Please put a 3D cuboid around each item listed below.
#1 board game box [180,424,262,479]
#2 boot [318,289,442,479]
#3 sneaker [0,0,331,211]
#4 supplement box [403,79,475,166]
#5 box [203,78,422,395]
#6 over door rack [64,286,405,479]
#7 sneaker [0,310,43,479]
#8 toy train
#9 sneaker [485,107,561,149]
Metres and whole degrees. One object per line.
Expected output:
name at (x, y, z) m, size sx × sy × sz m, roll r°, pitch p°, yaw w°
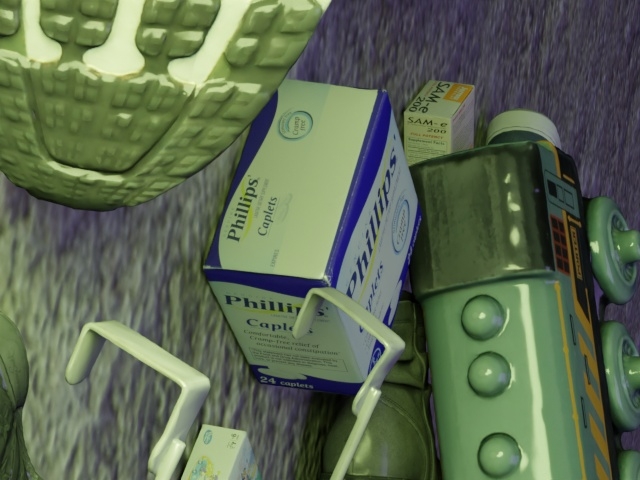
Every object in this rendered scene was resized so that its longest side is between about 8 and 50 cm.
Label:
board game box at (-0.066, 0.191, 1.050) m, size 0.103 × 0.026 × 0.154 m, roll 75°, pitch 29°, yaw -50°
boot at (0.059, 0.115, 1.331) m, size 0.246 × 0.083 × 0.161 m, roll 41°, pitch 53°, yaw -71°
sneaker at (-0.042, -0.209, 0.792) m, size 0.182 × 0.158 × 0.410 m, roll 95°, pitch 9°, yaw -88°
supplement box at (0.084, -0.056, 1.390) m, size 0.062 × 0.036 × 0.098 m, roll -52°, pitch 146°, yaw -57°
box at (0.000, 0.000, 1.096) m, size 0.137 × 0.072 × 0.126 m, roll 68°, pitch 34°, yaw -57°
over door rack at (-0.043, 0.194, 0.902) m, size 0.239 × 0.108 × 0.324 m, roll -4°, pitch 108°, yaw -66°
sneaker at (-0.141, 0.091, 0.738) m, size 0.089 × 0.051 × 0.170 m, roll -54°, pitch 143°, yaw -56°
toy train at (0.136, 0.089, 1.292) m, size 0.190 × 0.142 × 0.334 m, roll 21°, pitch 61°, yaw -62°
sneaker at (0.172, 0.028, 1.599) m, size 0.226 × 0.086 × 0.163 m, roll 63°, pitch 26°, yaw -45°
